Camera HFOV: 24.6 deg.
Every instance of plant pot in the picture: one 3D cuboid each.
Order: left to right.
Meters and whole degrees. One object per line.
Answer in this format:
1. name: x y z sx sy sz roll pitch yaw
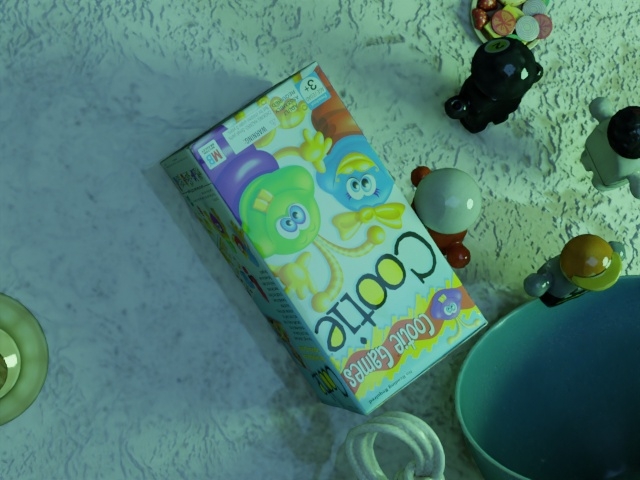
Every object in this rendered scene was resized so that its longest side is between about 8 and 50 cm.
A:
1. plant pot: 0.282 0.196 1.343 0.290 0.290 0.195 -25 124 -14

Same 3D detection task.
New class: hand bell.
1. hand bell: -0.275 0.101 1.193 0.126 0.242 0.126 1 87 -15

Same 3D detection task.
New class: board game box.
1. board game box: 0.000 0.000 1.319 0.142 0.144 0.275 -35 97 -14

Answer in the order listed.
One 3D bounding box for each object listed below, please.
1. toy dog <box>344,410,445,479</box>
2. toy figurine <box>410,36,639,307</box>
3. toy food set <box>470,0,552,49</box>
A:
1. toy dog: 0.064 0.326 1.246 0.220 0.334 0.161 27 41 8
2. toy figurine: 0.196 -0.058 1.341 0.209 0.148 0.213 25 75 3
3. toy food set: 0.187 -0.222 1.438 0.083 0.020 0.082 -45 99 -12
